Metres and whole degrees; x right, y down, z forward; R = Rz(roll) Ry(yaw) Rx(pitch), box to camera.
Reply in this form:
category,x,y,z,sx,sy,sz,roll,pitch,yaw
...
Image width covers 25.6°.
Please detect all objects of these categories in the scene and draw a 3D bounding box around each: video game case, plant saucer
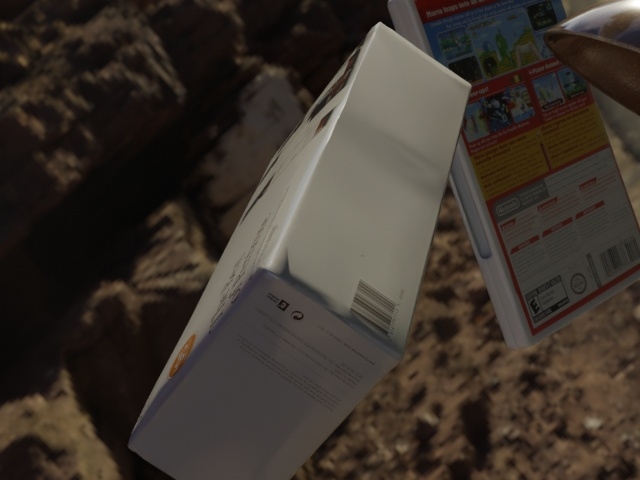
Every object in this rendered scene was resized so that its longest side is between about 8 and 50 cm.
category,x,y,z,sx,sy,sz,roll,pitch,yaw
video game case,0.168,-0.077,1.139,0.025,0.285,0.204,-16,5,44
plant saucer,0.278,-0.067,0.820,0.050,0.310,0.310,-61,9,3

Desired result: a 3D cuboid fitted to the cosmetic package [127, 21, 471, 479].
category,x,y,z,sx,sy,sz,roll,pitch,yaw
cosmetic package,0.000,0.000,0.581,0.099,0.060,0.239,-53,8,29
